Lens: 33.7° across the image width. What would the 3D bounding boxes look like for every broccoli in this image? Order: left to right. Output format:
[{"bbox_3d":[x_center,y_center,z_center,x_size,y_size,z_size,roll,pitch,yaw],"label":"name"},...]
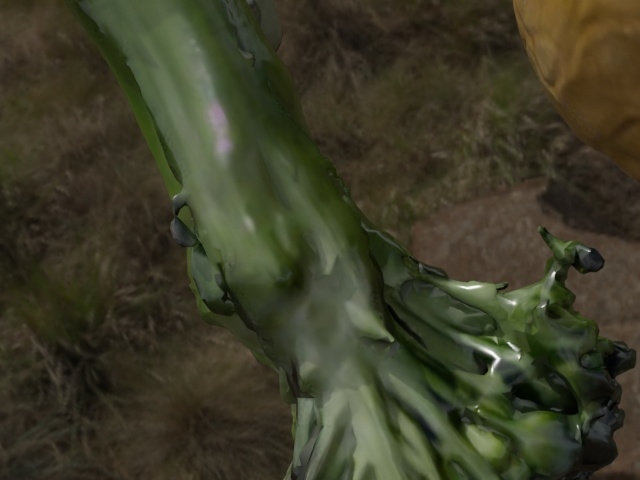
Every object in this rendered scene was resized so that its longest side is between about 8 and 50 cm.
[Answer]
[{"bbox_3d":[-0.005,0.003,0.426,0.165,0.304,0.145,-34,8,-13],"label":"broccoli"}]

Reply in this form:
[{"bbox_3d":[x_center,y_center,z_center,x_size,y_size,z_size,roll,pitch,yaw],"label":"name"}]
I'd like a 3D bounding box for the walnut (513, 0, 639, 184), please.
[{"bbox_3d":[0.172,-0.112,0.377,0.195,0.222,0.195,6,67,-14],"label":"walnut"}]

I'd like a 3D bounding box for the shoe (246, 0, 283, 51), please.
[{"bbox_3d":[-0.101,-0.222,0.707,0.098,0.275,0.103,-8,56,35],"label":"shoe"}]
